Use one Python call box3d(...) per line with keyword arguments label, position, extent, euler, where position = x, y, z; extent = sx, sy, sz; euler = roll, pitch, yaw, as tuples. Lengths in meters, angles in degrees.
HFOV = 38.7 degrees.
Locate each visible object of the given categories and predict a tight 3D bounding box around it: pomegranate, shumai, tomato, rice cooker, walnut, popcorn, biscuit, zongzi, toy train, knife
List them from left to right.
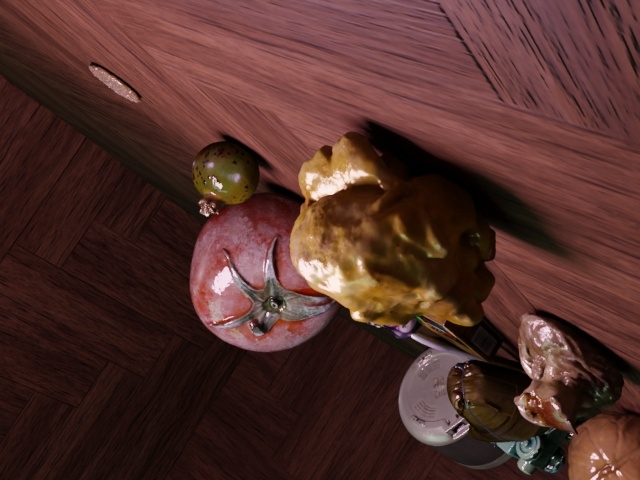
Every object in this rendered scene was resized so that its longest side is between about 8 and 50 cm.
box3d(label="biscuit", position=(-0.400, -0.305, 1.771), extent=(0.120, 0.015, 0.120), euler=(33, 173, 5))
box3d(label="pomegranate", position=(-0.172, -0.115, 1.605), extent=(0.130, 0.130, 0.130), euler=(33, 174, 4))
box3d(label="tomato", position=(-0.102, 0.066, 1.786), extent=(0.317, 0.316, 0.282), euler=(36, -159, -26))
box3d(label="popcorn", position=(0.073, 0.001, 1.018), extent=(0.253, 0.190, 0.191), euler=(34, 168, 27))
box3d(label="rice cooker", position=(0.368, 0.410, 2.266), extent=(0.277, 0.288, 0.288), euler=(35, 174, -37))
box3d(label="knife", position=(0.317, 0.241, 1.950), extent=(0.343, 0.027, 0.061), euler=(18, -169, -39))
box3d(label="zongzi", position=(0.330, 0.362, 1.941), extent=(0.286, 0.138, 0.300), euler=(18, 149, -28))
box3d(label="toy train", position=(0.488, 0.415, 2.039), extent=(0.112, 0.203, 0.163), euler=(33, -177, -32))
box3d(label="shumai", position=(0.360, 0.210, 1.383), extent=(0.161, 0.153, 0.209), euler=(15, 159, 48))
box3d(label="walnut", position=(0.574, 0.434, 1.722), extent=(0.225, 0.225, 0.261), euler=(29, 177, 33))

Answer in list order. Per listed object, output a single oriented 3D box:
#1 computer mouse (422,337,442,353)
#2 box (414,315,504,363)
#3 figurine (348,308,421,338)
box3d(label="computer mouse", position=(0.357, 0.341, 2.563), extent=(0.137, 0.096, 0.233), euler=(32, 172, 5))
box3d(label="box", position=(0.245, 0.149, 1.790), extent=(0.159, 0.071, 0.240), euler=(30, 175, 41))
box3d(label="figurine", position=(0.123, 0.114, 1.924), extent=(0.222, 0.145, 0.145), euler=(42, 174, 2))
